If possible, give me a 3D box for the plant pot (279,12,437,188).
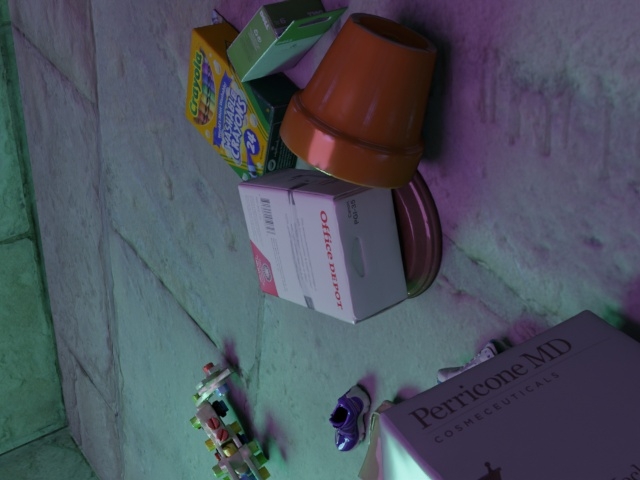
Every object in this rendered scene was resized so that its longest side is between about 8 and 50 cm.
[{"bbox_3d":[0.068,-0.204,1.145,0.205,0.205,0.188,43,124,36],"label":"plant pot"}]

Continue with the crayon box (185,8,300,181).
[{"bbox_3d":[-0.161,-0.262,1.545,0.323,0.083,0.203,48,142,31],"label":"crayon box"}]

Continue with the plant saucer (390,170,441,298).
[{"bbox_3d":[0.088,-0.030,1.344,0.278,0.041,0.278,33,133,43],"label":"plant saucer"}]

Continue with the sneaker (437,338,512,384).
[{"bbox_3d":[0.247,0.185,1.209,0.190,0.071,0.083,-8,95,49],"label":"sneaker"}]

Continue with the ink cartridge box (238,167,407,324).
[{"bbox_3d":[0.000,0.000,1.342,0.283,0.117,0.207,13,118,54],"label":"ink cartridge box"}]

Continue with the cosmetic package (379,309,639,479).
[{"bbox_3d":[0.305,0.350,0.893,0.393,0.329,0.327,40,144,49],"label":"cosmetic package"}]

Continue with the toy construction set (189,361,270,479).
[{"bbox_3d":[-0.238,0.467,2.020,0.215,0.151,0.328,93,157,-74],"label":"toy construction set"}]

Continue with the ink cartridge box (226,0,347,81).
[{"bbox_3d":[-0.058,-0.336,1.319,0.209,0.109,0.062,-31,82,58],"label":"ink cartridge box"}]

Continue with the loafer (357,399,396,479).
[{"bbox_3d":[0.121,0.415,1.499,0.102,0.092,0.269,27,129,47],"label":"loafer"}]

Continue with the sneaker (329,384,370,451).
[{"bbox_3d":[0.043,0.350,1.600,0.068,0.071,0.170,41,140,37],"label":"sneaker"}]
